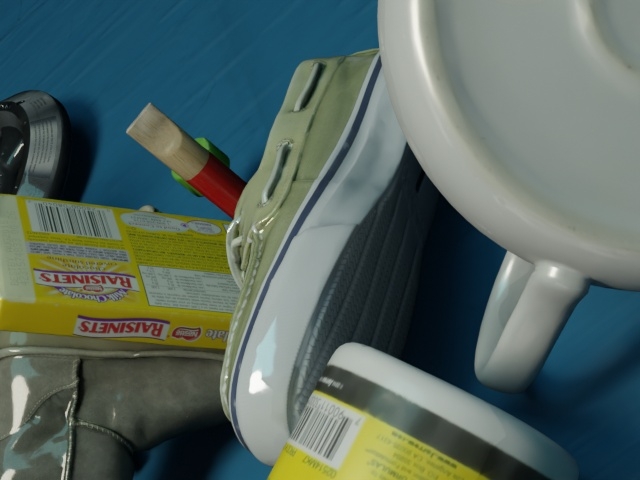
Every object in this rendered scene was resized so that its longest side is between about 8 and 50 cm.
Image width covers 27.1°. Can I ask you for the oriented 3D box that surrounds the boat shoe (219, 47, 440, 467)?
[{"bbox_3d":[0.000,0.000,0.715,0.094,0.109,0.302,0,39,21],"label":"boat shoe"}]

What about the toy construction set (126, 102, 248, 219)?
[{"bbox_3d":[-0.204,0.009,0.848,0.308,0.237,0.257,-37,36,17],"label":"toy construction set"}]

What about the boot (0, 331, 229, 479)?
[{"bbox_3d":[-0.113,0.157,0.732,0.189,0.076,0.209,2,67,3],"label":"boot"}]

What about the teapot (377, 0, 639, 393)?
[{"bbox_3d":[0.142,-0.091,0.604,0.256,0.253,0.187,-25,-1,2],"label":"teapot"}]

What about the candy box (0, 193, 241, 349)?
[{"bbox_3d":[-0.084,0.020,0.744,0.105,0.205,0.027,-114,38,-51],"label":"candy box"}]

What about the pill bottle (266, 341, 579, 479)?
[{"bbox_3d":[0.013,0.159,0.556,0.119,0.119,0.209,18,78,54],"label":"pill bottle"}]

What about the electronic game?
[{"bbox_3d":[-0.293,-0.028,1.155,0.229,0.048,0.229,-29,46,34],"label":"electronic game"}]
